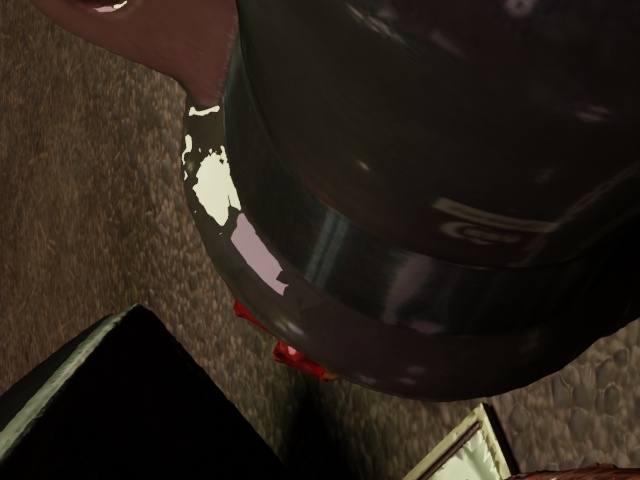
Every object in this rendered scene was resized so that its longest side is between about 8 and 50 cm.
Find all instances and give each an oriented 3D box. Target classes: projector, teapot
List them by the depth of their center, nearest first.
[{"bbox_3d":[0.046,-0.120,0.770,0.361,0.376,0.305,111,-177,-55],"label":"teapot"},{"bbox_3d":[-0.241,0.288,1.218,0.405,0.242,0.395,-39,8,18],"label":"projector"}]

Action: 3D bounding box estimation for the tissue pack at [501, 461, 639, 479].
[{"bbox_3d":[0.151,0.179,0.548,0.245,0.123,0.332,60,165,1],"label":"tissue pack"}]

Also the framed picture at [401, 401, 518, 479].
[{"bbox_3d":[0.062,0.211,1.083,0.201,0.010,0.136,-48,44,32],"label":"framed picture"}]

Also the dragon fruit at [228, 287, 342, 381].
[{"bbox_3d":[0.000,0.000,1.146,0.163,0.189,0.262,-67,10,-24],"label":"dragon fruit"}]
